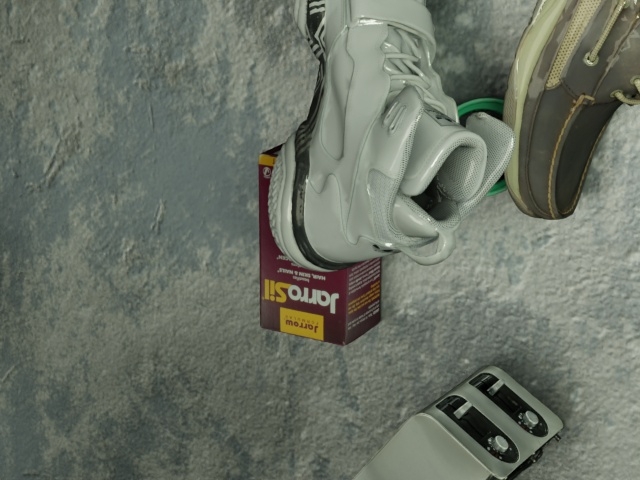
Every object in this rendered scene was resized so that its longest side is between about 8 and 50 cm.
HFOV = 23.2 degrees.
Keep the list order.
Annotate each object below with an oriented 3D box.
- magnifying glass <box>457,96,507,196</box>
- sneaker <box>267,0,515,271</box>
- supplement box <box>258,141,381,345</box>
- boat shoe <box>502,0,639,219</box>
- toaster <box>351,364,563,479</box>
[{"bbox_3d":[0.100,-0.053,1.486,0.231,0.026,0.092,-33,93,11],"label":"magnifying glass"},{"bbox_3d":[0.075,-0.147,1.383,0.210,0.137,0.366,6,84,53],"label":"sneaker"},{"bbox_3d":[0.000,0.000,1.579,0.104,0.081,0.188,10,110,27],"label":"supplement box"},{"bbox_3d":[0.252,-0.173,1.350,0.130,0.132,0.355,21,116,24],"label":"boat shoe"},{"bbox_3d":[0.126,0.224,1.526,0.110,0.168,0.186,46,121,13],"label":"toaster"}]
